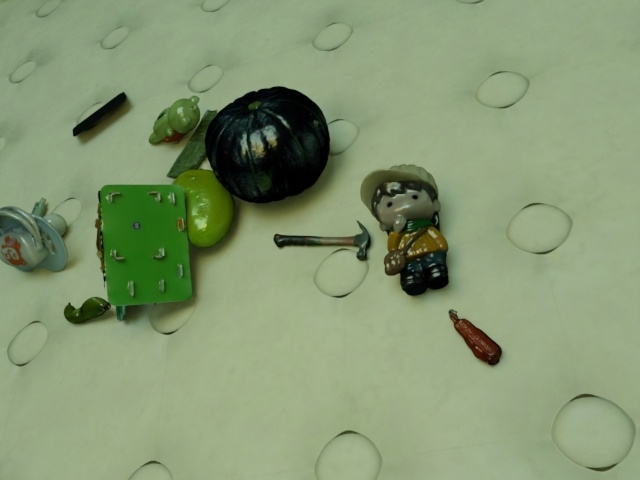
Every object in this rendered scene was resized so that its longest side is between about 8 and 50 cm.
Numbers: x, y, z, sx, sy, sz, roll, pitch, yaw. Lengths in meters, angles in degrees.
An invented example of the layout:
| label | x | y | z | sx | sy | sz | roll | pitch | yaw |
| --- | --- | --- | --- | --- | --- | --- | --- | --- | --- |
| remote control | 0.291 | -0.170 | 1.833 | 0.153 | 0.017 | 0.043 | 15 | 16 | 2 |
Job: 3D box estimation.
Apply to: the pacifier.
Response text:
| label | x | y | z | sx | sy | sz | roll | pitch | yaw |
| --- | --- | --- | --- | --- | --- | --- | --- | --- | --- |
| pacifier | -0.919 | -0.024 | 2.163 | 0.299 | 0.244 | 0.233 | -2 | 25 | 23 |

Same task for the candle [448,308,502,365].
| label | x | y | z | sx | sy | sz | roll | pitch | yaw |
| --- | --- | --- | --- | --- | --- | --- | --- | --- | --- |
| candle | 0.331 | 0.208 | 1.471 | 0.053 | 0.048 | 0.162 | -50 | 48 | 8 |

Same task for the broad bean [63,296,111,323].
| label | x | y | z | sx | sy | sz | roll | pitch | yaw |
| --- | --- | --- | --- | --- | --- | --- | --- | --- | --- |
| broad bean | -0.677 | 0.202 | 1.947 | 0.214 | 0.048 | 0.070 | -10 | 69 | 32 |

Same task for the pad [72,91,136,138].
| label | x | y | z | sx | sy | sz | roll | pitch | yaw |
| --- | --- | --- | --- | --- | --- | --- | --- | --- | --- |
| pad | -0.805 | -0.438 | 2.501 | 0.250 | 0.055 | 0.323 | -37 | 49 | -4 |

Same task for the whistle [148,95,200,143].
| label | x | y | z | sx | sy | sz | roll | pitch | yaw |
| --- | --- | --- | --- | --- | --- | --- | --- | --- | --- |
| whistle | -0.497 | -0.395 | 2.266 | 0.288 | 0.106 | 0.131 | -24 | 41 | 43 |

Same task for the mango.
| label | x | y | z | sx | sy | sz | roll | pitch | yaw |
| --- | --- | --- | --- | --- | --- | --- | --- | --- | --- |
| mango | -0.340 | -0.099 | 1.961 | 0.185 | 0.149 | 0.273 | -30 | 53 | -10 |

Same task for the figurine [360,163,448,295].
| label | x | y | z | sx | sy | sz | roll | pitch | yaw |
| --- | --- | --- | --- | --- | --- | --- | --- | --- | --- |
| figurine | 0.222 | -0.030 | 1.652 | 0.185 | 0.204 | 0.332 | -17 | 78 | 12 |

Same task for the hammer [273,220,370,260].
| label | x | y | z | sx | sy | sz | roll | pitch | yaw |
| --- | --- | --- | --- | --- | --- | --- | --- | --- | --- |
| hammer | 0.000 | 0.000 | 1.798 | 0.288 | 0.033 | 0.111 | 0 | 56 | 26 |

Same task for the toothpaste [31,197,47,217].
| label | x | y | z | sx | sy | sz | roll | pitch | yaw |
| --- | --- | --- | --- | --- | --- | --- | --- | --- | --- |
| toothpaste | -0.998 | -0.057 | 2.320 | 0.064 | 0.041 | 0.218 | -13 | 53 | 32 |

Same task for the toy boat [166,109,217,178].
| label | x | y | z | sx | sy | sz | roll | pitch | yaw |
| --- | --- | --- | --- | --- | --- | --- | --- | --- | --- |
| toy boat | -0.408 | -0.309 | 2.212 | 0.093 | 0.055 | 0.293 | 7 | 60 | 31 |

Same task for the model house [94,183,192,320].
| label | x | y | z | sx | sy | sz | roll | pitch | yaw |
| --- | --- | --- | --- | --- | --- | --- | --- | --- | --- |
| model house | -0.524 | 0.044 | 1.923 | 0.242 | 0.313 | 0.357 | -5 | 81 | -25 |

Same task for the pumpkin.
| label | x | y | z | sx | sy | sz | roll | pitch | yaw |
| --- | --- | --- | --- | --- | --- | --- | --- | --- | --- |
| pumpkin | -0.151 | -0.272 | 1.908 | 0.363 | 0.266 | 0.363 | -11 | 43 | 10 |
